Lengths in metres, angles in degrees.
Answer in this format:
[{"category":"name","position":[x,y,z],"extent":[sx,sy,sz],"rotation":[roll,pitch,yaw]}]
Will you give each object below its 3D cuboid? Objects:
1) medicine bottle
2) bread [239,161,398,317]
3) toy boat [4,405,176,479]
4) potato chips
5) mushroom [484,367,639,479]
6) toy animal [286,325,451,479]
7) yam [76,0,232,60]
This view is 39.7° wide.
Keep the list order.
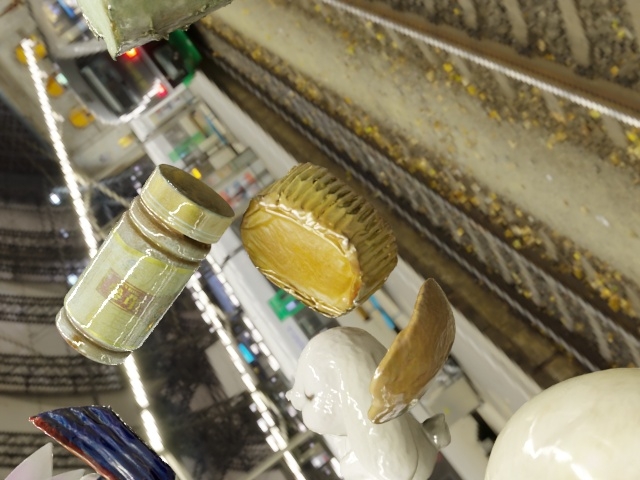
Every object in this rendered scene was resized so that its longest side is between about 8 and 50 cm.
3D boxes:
[{"category":"medicine bottle","position":[-0.294,0.043,1.469],"extent":[0.151,0.322,0.151],"rotation":[36,-168,-9]},{"category":"bread","position":[0.000,0.000,1.472],"extent":[0.253,0.142,0.227],"rotation":[34,134,13]},{"category":"toy boat","position":[-0.336,0.325,1.082],"extent":[0.072,0.318,0.219],"rotation":[104,142,-71]},{"category":"potato chips","position":[0.123,0.147,1.110],"extent":[0.062,0.195,0.208],"rotation":[23,-177,15]},{"category":"mushroom","position":[0.255,0.229,0.697],"extent":[0.315,0.356,0.315],"rotation":[169,90,-76]},{"category":"toy animal","position":[0.069,0.255,1.398],"extent":[0.265,0.206,0.271],"rotation":[62,-171,-12]},{"category":"yam","position":[-0.102,-0.308,0.840],"extent":[0.168,0.304,0.168],"rotation":[58,172,13]}]
